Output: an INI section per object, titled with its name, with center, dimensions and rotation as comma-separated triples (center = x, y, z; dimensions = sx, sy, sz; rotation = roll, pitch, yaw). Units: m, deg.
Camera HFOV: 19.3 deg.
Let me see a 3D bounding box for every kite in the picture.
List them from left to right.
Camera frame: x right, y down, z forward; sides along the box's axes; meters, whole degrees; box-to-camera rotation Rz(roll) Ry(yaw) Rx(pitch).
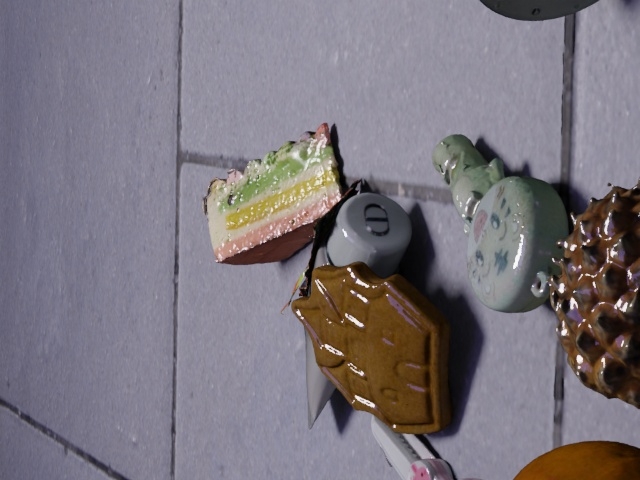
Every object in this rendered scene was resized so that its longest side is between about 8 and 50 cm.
[kite]
center = 0.000, 0.000, 2.045
dimensions = 0.183, 0.014, 0.241
rotation = -60, -6, -17

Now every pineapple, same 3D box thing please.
[pineapple]
center = 0.257, 0.027, 1.452
dimensions = 0.166, 0.166, 0.193
rotation = -143, 60, -60

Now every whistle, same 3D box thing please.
[whistle]
center = 0.168, -0.020, 1.756
dimensions = 0.258, 0.067, 0.126
rotation = -120, 44, -54

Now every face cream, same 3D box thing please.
[face cream]
center = 0.019, 0.070, 2.056
dimensions = 0.314, 0.089, 0.143
rotation = 115, 157, -51

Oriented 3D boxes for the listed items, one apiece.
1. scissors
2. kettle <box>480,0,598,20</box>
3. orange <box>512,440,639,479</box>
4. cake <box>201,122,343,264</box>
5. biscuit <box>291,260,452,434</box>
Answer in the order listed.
[scissors]
center = 0.113, 0.248, 1.913
dimensions = 0.242, 0.030, 0.118
rotation = 52, 135, 49
[kettle]
center = 0.187, -0.346, 1.628
dimensions = 0.210, 0.160, 0.243
rotation = -48, 39, 31
[orange]
center = 0.230, 0.277, 1.496
dimensions = 0.240, 0.171, 0.240
rotation = 11, 103, 57
[cake]
center = -0.034, -0.048, 2.219
dimensions = 0.225, 0.090, 0.109
rotation = -26, 64, 43
[biscuit]
center = 0.046, 0.105, 1.933
dimensions = 0.215, 0.034, 0.182
rotation = 24, 129, 39
